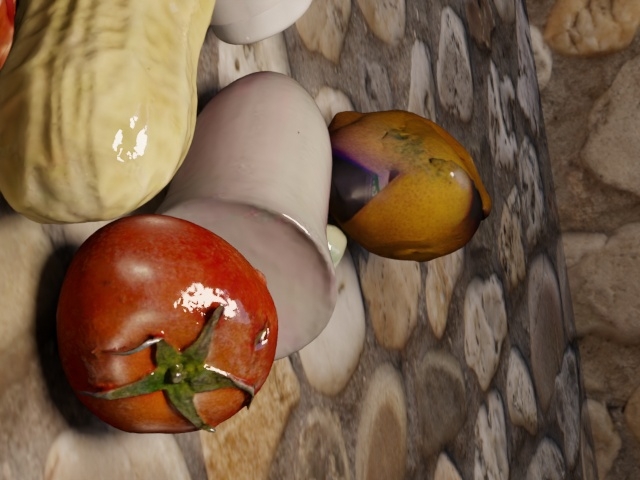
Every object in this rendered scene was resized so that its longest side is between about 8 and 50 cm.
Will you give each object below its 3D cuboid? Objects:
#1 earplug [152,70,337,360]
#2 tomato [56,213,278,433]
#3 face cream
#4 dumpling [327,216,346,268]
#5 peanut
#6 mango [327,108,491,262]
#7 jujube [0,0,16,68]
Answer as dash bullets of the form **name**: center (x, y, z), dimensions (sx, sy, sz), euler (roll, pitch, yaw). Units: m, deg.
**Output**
- **earplug**: center (-0.059, -0.052, 1.493), dimensions (0.301, 0.172, 0.172), euler (-81, 157, -53)
- **tomato**: center (-0.121, 0.059, 1.270), dimensions (0.167, 0.167, 0.167), euler (-6, 90, -72)
- **face cream**: center (-0.069, -0.246, 1.574), dimensions (0.117, 0.117, 0.104), euler (-74, 145, -49)
- **dumpling**: center (-0.001, 0.000, 1.822), dimensions (0.059, 0.043, 0.077), euler (43, 55, -36)
- **peanut**: center (-0.153, -0.133, 1.241), dimensions (0.152, 0.152, 0.313), euler (64, 23, -46)
- **mango**: center (0.089, -0.063, 1.896), dimensions (0.201, 0.152, 0.287), euler (53, 9, 8)
- **jujube**: center (-0.261, -0.149, 0.821), dimensions (0.232, 0.213, 0.213), euler (53, 35, -59)
